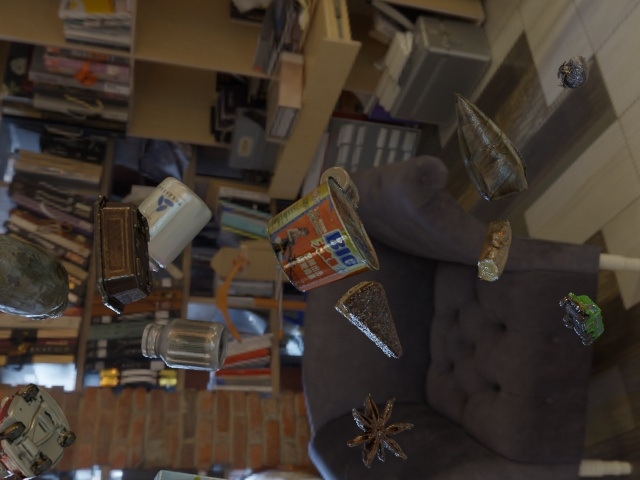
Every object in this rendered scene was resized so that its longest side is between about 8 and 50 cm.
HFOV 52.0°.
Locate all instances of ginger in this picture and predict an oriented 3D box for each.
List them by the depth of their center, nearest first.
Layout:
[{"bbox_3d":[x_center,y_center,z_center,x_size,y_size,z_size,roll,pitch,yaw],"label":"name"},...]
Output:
[{"bbox_3d":[0.457,0.010,1.702,0.137,0.074,0.213,104,-166,-47],"label":"ginger"}]

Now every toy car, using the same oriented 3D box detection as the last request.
[{"bbox_3d":[-0.426,0.281,0.909,0.112,0.112,0.139,61,-175,-16],"label":"toy car"},{"bbox_3d":[0.581,0.168,1.450,0.071,0.062,0.165,54,-178,41],"label":"toy car"}]

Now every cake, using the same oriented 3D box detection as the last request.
[{"bbox_3d":[0.177,0.228,1.961,0.135,0.246,0.112,-50,11,-15],"label":"cake"}]

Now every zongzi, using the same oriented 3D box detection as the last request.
[{"bbox_3d":[0.429,-0.244,1.732,0.299,0.138,0.286,62,-167,4],"label":"zongzi"}]

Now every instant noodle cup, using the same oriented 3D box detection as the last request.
[{"bbox_3d":[0.000,0.000,1.788,0.296,0.214,0.296,58,-168,-20],"label":"instant noodle cup"}]

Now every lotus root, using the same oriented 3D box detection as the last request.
[{"bbox_3d":[-0.678,0.068,1.426,0.349,0.175,0.174,52,-146,-64],"label":"lotus root"}]

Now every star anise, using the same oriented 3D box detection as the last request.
[{"bbox_3d":[0.106,0.354,1.223,0.042,0.141,0.140,143,131,-59],"label":"star anise"}]

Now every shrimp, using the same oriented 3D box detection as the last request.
[{"bbox_3d":[0.540,-0.358,1.413,0.065,0.057,0.165,64,-175,-6],"label":"shrimp"}]

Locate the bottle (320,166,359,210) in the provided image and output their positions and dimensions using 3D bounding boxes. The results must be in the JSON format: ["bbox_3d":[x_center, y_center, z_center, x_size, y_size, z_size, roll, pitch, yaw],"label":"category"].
[{"bbox_3d":[0.076,-0.158,2.191,0.110,0.097,0.209,69,-170,23],"label":"bottle"}]

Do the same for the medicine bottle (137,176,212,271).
[{"bbox_3d":[-0.448,-0.019,1.792,0.293,0.170,0.170,-50,11,-11],"label":"medicine bottle"}]

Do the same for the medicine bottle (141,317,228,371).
[{"bbox_3d":[-0.371,0.283,1.798,0.135,0.216,0.134,4,-90,-85],"label":"medicine bottle"}]

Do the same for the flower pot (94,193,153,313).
[{"bbox_3d":[-0.429,0.026,1.455,0.179,0.084,0.250,83,179,-72],"label":"flower pot"}]

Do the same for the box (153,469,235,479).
[{"bbox_3d":[-0.145,0.438,0.976,0.083,0.232,0.142,118,160,-47],"label":"box"}]
